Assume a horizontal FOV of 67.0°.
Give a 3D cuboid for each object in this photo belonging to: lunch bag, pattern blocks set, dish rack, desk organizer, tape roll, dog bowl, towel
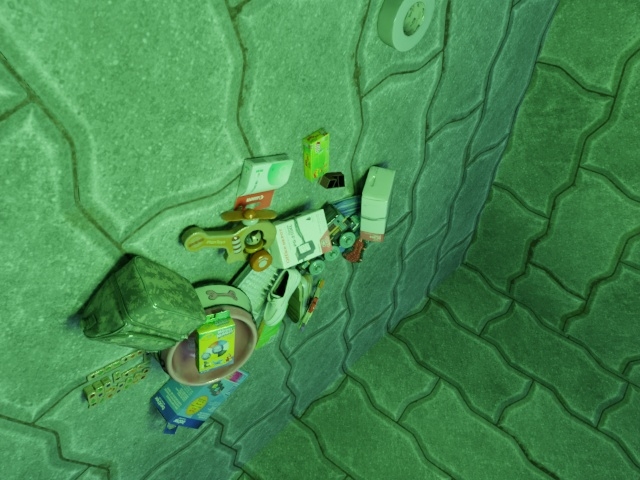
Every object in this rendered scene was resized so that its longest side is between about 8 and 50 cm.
[{"bbox_3d":[-0.543,0.226,1.494,0.256,0.213,0.305,-35,152,7],"label":"lunch bag"},{"bbox_3d":[-0.041,0.315,2.342,0.325,0.026,0.285,-67,-178,-59],"label":"pattern blocks set"},{"bbox_3d":[-0.279,0.197,1.974,0.333,0.072,0.285,-50,152,-2],"label":"dish rack"},{"bbox_3d":[0.053,-0.242,1.950,0.130,0.050,0.047,-14,135,-49],"label":"desk organizer"},{"bbox_3d":[0.293,-0.766,1.647,0.219,0.072,0.219,-36,148,-27],"label":"tape roll"},{"bbox_3d":[-0.414,0.361,1.774,0.407,0.150,0.408,-19,130,-23],"label":"dog bowl"},{"bbox_3d":[0.086,-0.051,2.245,0.243,0.040,0.336,-20,139,-46],"label":"towel"}]

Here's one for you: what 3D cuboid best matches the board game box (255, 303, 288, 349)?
[{"bbox_3d":[-0.241,0.406,2.323,0.124,0.039,0.260,-16,139,-48],"label":"board game box"}]

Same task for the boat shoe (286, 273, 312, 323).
[{"bbox_3d":[-0.091,0.281,2.309,0.103,0.113,0.302,-29,147,-33],"label":"boat shoe"}]

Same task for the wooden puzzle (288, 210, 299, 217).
[{"bbox_3d":[-0.130,-0.070,1.933,0.116,0.014,0.079,-37,154,-23],"label":"wooden puzzle"}]

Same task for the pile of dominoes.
[{"bbox_3d":[-0.714,0.500,1.735,0.251,0.040,0.196,-25,143,-38],"label":"pile of dominoes"}]

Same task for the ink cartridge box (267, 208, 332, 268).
[{"bbox_3d":[-0.089,-0.009,1.869,0.237,0.100,0.172,-21,104,-32],"label":"ink cartridge box"}]

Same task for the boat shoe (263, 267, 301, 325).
[{"bbox_3d":[-0.175,0.234,2.002,0.268,0.096,0.088,-58,148,9],"label":"boat shoe"}]

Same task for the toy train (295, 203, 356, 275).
[{"bbox_3d":[0.000,0.000,2.062,0.334,0.142,0.190,-42,130,1],"label":"toy train"}]

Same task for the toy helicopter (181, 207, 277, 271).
[{"bbox_3d":[-0.295,-0.017,1.635,0.355,0.140,0.235,-1,130,-43],"label":"toy helicopter"}]

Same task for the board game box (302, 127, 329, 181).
[{"bbox_3d":[-0.015,-0.311,1.775,0.092,0.043,0.181,-36,149,-25],"label":"board game box"}]

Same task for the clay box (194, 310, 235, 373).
[{"bbox_3d":[-0.362,0.348,1.655,0.127,0.053,0.222,-12,129,-28],"label":"clay box"}]

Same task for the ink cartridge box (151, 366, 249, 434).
[{"bbox_3d":[-0.530,0.650,2.078,0.395,0.151,0.270,-45,152,-8],"label":"ink cartridge box"}]

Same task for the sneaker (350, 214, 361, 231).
[{"bbox_3d":[0.125,-0.042,2.225,0.166,0.065,0.076,-37,152,-27],"label":"sneaker"}]

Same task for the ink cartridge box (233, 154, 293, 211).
[{"bbox_3d":[-0.199,-0.180,1.657,0.181,0.056,0.225,-19,137,-44],"label":"ink cartridge box"}]

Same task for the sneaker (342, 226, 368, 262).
[{"bbox_3d":[0.195,0.017,2.413,0.125,0.104,0.262,-64,-179,-36],"label":"sneaker"}]

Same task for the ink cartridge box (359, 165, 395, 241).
[{"bbox_3d":[0.256,-0.162,2.190,0.283,0.117,0.207,88,17,-52],"label":"ink cartridge box"}]
